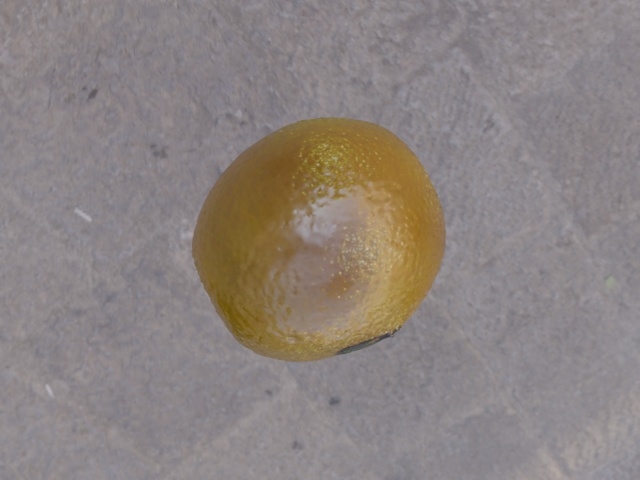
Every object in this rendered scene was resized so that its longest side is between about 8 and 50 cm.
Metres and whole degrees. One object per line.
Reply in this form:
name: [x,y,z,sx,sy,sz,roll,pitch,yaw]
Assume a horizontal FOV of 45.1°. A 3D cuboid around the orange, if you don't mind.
orange: [0.000,0.000,0.709,0.236,0.236,0.236,-7,120,-11]
